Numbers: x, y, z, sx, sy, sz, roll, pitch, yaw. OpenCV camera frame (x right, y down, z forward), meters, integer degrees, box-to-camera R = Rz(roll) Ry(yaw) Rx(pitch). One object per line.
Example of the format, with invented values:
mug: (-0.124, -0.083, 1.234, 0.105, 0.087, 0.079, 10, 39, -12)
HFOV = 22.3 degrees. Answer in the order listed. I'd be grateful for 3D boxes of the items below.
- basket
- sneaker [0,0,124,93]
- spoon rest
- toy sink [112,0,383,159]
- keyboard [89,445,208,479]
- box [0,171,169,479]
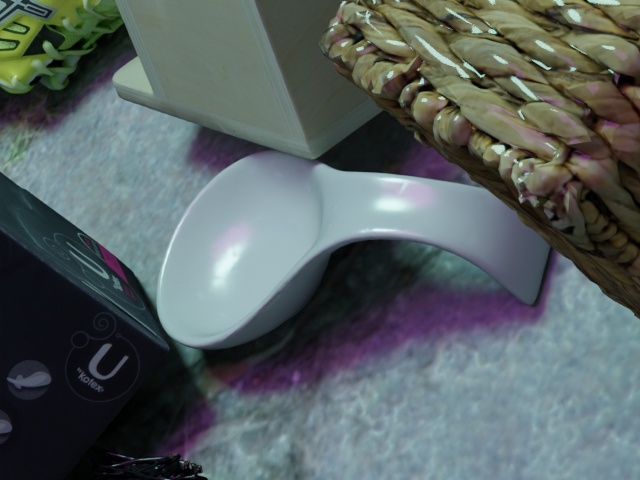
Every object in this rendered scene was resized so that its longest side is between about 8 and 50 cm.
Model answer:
basket: (0.178, -0.074, 0.687, 0.223, 0.299, 0.213, -53, 39, 4)
sneaker: (-0.199, -0.196, 1.282, 0.385, 0.145, 0.147, -11, 88, 34)
spoon rest: (0.000, 0.000, 0.966, 0.276, 0.084, 0.137, -5, 59, 40)
toy sink: (-0.040, -0.165, 1.044, 0.153, 0.131, 0.234, -36, 33, -24)
keyboard: (-0.093, 0.174, 0.979, 0.192, 0.038, 0.100, -4, 83, 40)
box: (-0.243, 0.107, 1.043, 0.270, 0.143, 0.165, -50, 22, 4)
